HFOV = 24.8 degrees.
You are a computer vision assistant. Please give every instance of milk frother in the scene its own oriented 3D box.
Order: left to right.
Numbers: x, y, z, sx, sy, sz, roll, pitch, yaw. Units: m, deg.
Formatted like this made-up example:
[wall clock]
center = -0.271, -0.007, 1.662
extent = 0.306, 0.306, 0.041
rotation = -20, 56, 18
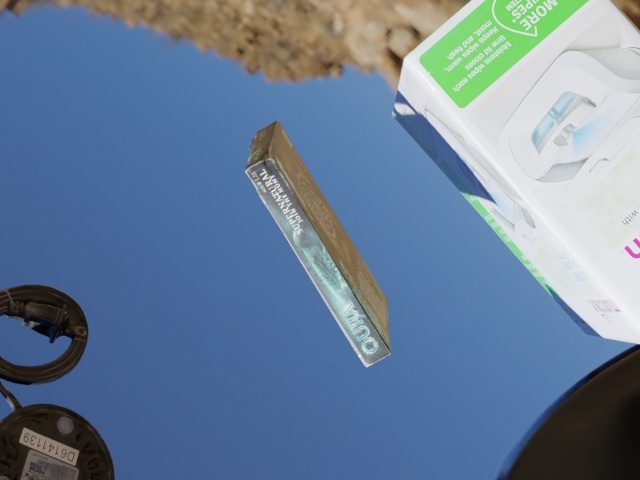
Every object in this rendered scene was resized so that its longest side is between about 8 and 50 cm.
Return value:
[milk frother]
center = -0.193, 0.116, 0.870
extent = 0.129, 0.134, 0.143
rotation = 44, -130, -18

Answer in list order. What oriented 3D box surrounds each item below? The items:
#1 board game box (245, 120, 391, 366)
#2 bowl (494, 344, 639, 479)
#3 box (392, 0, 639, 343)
[board game box]
center = 0.000, 0.000, 1.171
extent = 0.186, 0.026, 0.126
rotation = 59, -170, -14
[bowl]
center = 0.284, 0.178, 0.974
extent = 0.077, 0.391, 0.391
rotation = 60, -173, -25
[box]
center = 0.172, -0.056, 0.976
extent = 0.231, 0.127, 0.262
rotation = 50, 179, 2
